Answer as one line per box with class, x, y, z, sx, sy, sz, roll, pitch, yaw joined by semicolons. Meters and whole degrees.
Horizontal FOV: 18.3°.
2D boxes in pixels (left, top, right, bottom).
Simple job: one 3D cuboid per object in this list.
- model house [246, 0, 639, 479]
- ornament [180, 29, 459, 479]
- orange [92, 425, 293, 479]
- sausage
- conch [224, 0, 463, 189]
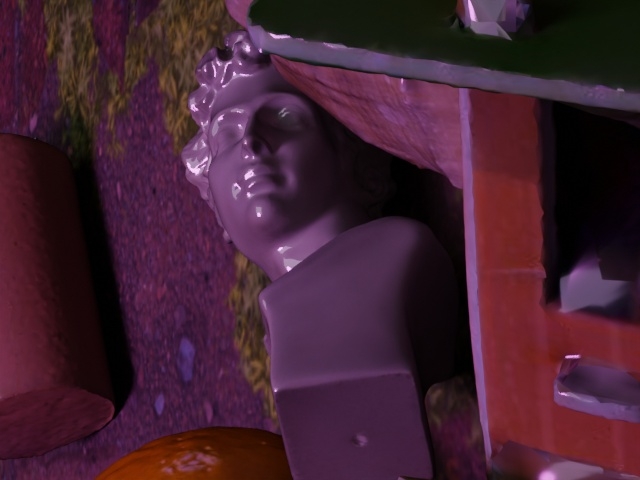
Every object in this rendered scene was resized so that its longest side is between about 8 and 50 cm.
model house;0.189;-0.004;0.725;0.300;0.340;0.323;12;128;25
ornament;0.007;0.012;1.051;0.130;0.120;0.285;84;169;-50
orange;-0.059;0.208;1.064;0.219;0.193;0.219;-60;-3;-6
sausage;-0.232;0.031;1.500;0.123;0.123;0.253;-51;44;47
conch;0.027;-0.168;0.961;0.263;0.186;0.324;120;151;-53
